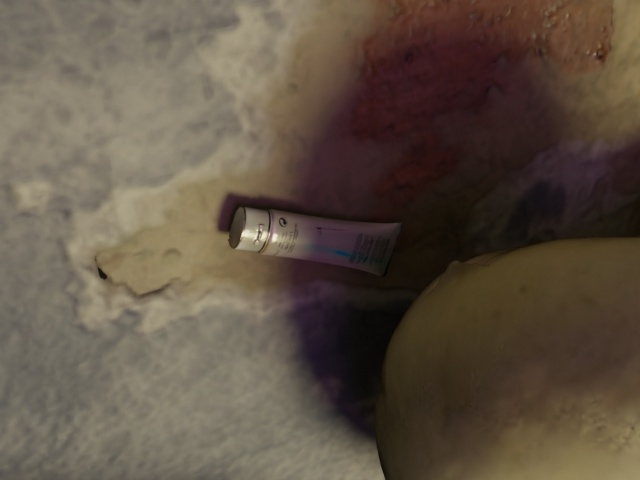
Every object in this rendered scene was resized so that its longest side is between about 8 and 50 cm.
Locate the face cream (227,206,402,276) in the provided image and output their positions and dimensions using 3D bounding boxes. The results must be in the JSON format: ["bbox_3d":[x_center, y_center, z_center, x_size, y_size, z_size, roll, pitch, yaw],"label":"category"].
[{"bbox_3d":[0.000,0.000,0.562,0.115,0.020,0.038,8,109,-30],"label":"face cream"}]

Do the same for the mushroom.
[{"bbox_3d":[0.216,0.122,0.550,0.356,0.315,0.315,-7,117,-7],"label":"mushroom"}]
